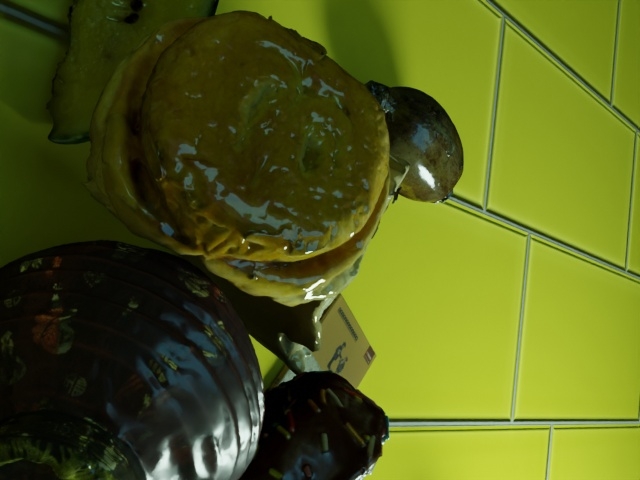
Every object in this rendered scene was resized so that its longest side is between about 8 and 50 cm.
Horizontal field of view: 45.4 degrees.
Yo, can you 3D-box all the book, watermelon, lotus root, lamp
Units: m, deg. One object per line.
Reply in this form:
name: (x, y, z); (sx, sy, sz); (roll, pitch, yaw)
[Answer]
book: (0.003, 0.163, 0.915); (0.172, 0.012, 0.118); (-54, 129, -34)
watermelon: (-0.156, -0.223, 0.665); (0.129, 0.123, 0.301); (8, 82, -28)
lotus root: (0.115, -0.125, 0.964); (0.209, 0.120, 0.120); (47, 57, -40)
lamp: (-0.158, 0.116, 0.564); (0.247, 0.247, 0.246); (-1, 92, -49)

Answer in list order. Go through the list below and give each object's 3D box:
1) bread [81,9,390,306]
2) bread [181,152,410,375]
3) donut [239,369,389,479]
bread: (-0.049, -0.066, 0.581); (0.236, 0.120, 0.198); (29, 62, -21)
bread: (0.009, 0.008, 0.766); (0.224, 0.211, 0.183); (61, 42, -23)
donut: (-0.048, 0.205, 0.709); (0.089, 0.235, 0.235); (54, 48, -4)
